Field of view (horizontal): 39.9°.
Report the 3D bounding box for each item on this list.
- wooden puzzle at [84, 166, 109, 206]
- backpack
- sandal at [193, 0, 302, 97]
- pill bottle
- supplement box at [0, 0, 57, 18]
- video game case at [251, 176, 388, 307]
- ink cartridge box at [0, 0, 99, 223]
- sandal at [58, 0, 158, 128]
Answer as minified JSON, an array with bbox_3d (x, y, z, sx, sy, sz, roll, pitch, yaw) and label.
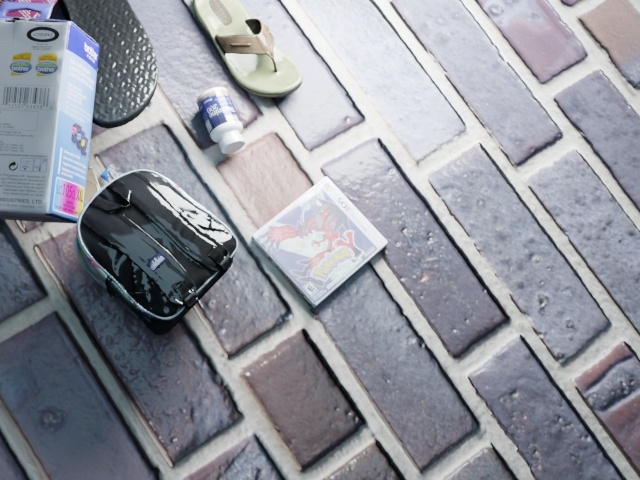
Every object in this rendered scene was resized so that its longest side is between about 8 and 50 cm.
[{"bbox_3d":[-0.450,-0.096,1.655,0.116,0.014,0.079,-12,78,-15],"label":"wooden puzzle"},{"bbox_3d":[-0.299,0.012,1.549,0.253,0.191,0.225,42,66,-2],"label":"backpack"},{"bbox_3d":[-0.156,-0.409,1.783,0.120,0.086,0.303,-37,81,-20],"label":"sandal"},{"bbox_3d":[-0.192,-0.233,1.725,0.067,0.067,0.120,-19,75,-17],"label":"pill bottle"},{"bbox_3d":[-0.573,-0.471,1.688,0.104,0.081,0.188,26,80,29],"label":"supplement box"},{"bbox_3d":[0.000,0.000,1.702,0.201,0.023,0.183,-40,82,-21],"label":"video game case"},{"bbox_3d":[-0.544,-0.236,1.534,0.270,0.151,0.396,4,86,7],"label":"ink cartridge box"},{"bbox_3d":[-0.419,-0.386,1.729,0.167,0.107,0.446,-11,60,-13],"label":"sandal"}]
